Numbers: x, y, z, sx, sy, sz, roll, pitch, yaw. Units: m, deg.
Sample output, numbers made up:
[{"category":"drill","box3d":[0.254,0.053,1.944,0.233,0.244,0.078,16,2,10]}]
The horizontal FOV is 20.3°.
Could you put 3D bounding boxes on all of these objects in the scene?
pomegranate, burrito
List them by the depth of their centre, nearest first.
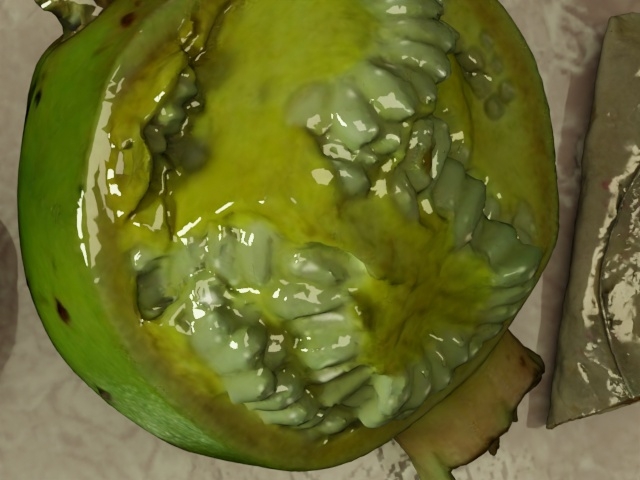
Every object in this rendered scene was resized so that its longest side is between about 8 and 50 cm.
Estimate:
[{"category":"pomegranate","box3d":[0.000,0.000,0.843,0.260,0.260,0.340,-37,118,-8]},{"category":"burrito","box3d":[0.171,-0.010,0.936,0.087,0.060,0.226,5,85,0]}]
